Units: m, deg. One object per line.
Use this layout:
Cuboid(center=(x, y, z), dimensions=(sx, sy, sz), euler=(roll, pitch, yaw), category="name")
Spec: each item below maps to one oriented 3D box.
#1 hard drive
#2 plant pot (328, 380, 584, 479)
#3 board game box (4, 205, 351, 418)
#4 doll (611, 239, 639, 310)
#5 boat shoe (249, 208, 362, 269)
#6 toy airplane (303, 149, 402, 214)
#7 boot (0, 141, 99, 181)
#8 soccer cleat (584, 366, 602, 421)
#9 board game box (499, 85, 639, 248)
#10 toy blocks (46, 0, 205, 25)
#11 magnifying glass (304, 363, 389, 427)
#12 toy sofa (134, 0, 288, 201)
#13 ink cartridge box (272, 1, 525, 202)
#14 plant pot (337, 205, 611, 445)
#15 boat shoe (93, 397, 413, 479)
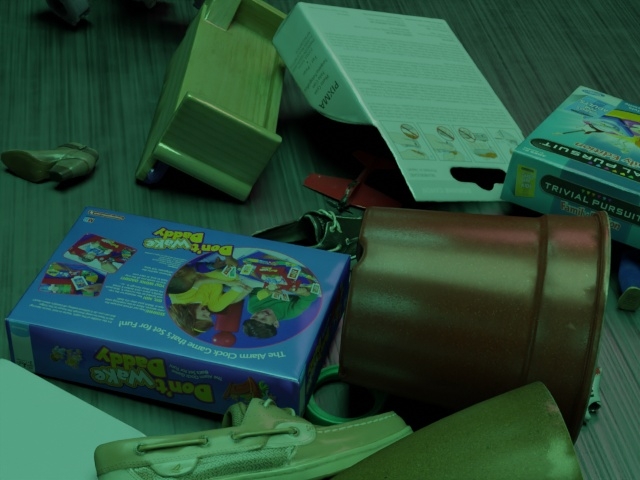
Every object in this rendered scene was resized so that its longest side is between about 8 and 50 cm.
Cuboid(center=(-0.345, 0.260, 1.240), dimensions=(0.210, 0.040, 0.318), euler=(24, 42, 21), category="hard drive")
Cuboid(center=(0.116, 0.279, 1.208), dimensions=(0.254, 0.237, 0.237), euler=(-13, 40, -2), category="plant pot")
Cuboid(center=(-0.160, 0.083, 1.490), dimensions=(0.347, 0.078, 0.233), euler=(11, 38, 11), category="board game box")
Cuboid(center=(0.431, 0.021, 1.700), dimensions=(0.129, 0.046, 0.189), euler=(11, 39, 4), category="doll")
Cuboid(center=(0.000, 0.000, 1.642), dimensions=(0.219, 0.070, 0.078), euler=(-18, 44, -28), category="boat shoe")
Cuboid(center=(0.058, -0.083, 1.790), dimensions=(0.151, 0.028, 0.151), euler=(3, 38, -2), category="toy airplane")
Cuboid(center=(-0.374, -0.115, 1.762), dimensions=(0.118, 0.042, 0.087), euler=(21, 34, 15), category="boot")
Cuboid(center=(0.321, 0.183, 1.495), dimensions=(0.035, 0.029, 0.083), euler=(32, 47, 16), category="soccer cleat")
Cuboid(center=(0.433, -0.105, 1.786), dimensions=(0.254, 0.079, 0.336), euler=(21, 29, 18), category="board game box")
Cuboid(center=(-0.256, -0.442, 2.039), dimensions=(0.260, 0.288, 0.309), euler=(48, 67, -11), category="toy blocks")
Cuboid(center=(0.073, 0.156, 1.493), dimensions=(0.231, 0.026, 0.092), euler=(-28, 50, -37), category="magnifying glass")
Cuboid(center=(-0.145, -0.209, 1.851), dimensions=(0.150, 0.177, 0.362), euler=(26, 35, -16), category="toy sofa")
Cuboid(center=(0.141, -0.179, 1.839), dimensions=(0.308, 0.091, 0.385), euler=(-1, 52, -40), category="ink cartridge box")
Cuboid(center=(0.164, 0.079, 1.406), dimensions=(0.265, 0.272, 0.272), euler=(10, 38, 5), category="plant pot")
Cuboid(center=(-0.059, 0.213, 1.286), dimensions=(0.341, 0.121, 0.110), euler=(-10, 71, -29), category="boat shoe")
